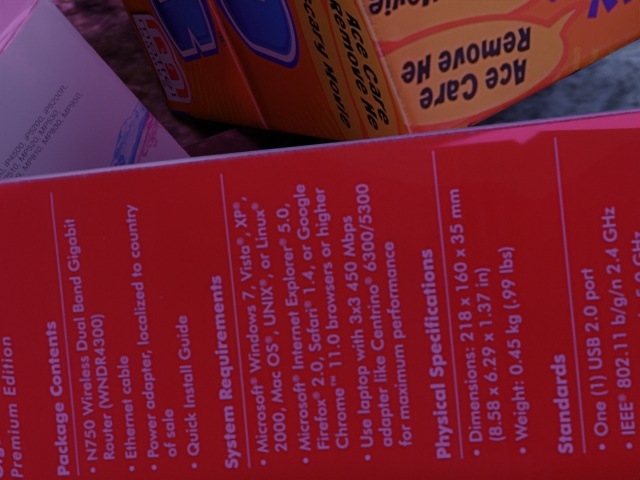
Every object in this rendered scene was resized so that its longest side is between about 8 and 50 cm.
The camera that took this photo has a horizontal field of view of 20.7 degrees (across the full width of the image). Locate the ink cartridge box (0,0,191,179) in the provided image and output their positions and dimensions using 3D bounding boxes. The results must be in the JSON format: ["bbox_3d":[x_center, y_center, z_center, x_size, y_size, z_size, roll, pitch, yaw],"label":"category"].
[{"bbox_3d":[-0.135,-0.010,0.718,0.128,0.176,0.127,20,69,44],"label":"ink cartridge box"}]

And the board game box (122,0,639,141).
[{"bbox_3d":[0.059,-0.286,0.846,0.356,0.356,0.356,-28,15,-16],"label":"board game box"}]

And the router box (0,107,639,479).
[{"bbox_3d":[0.093,0.006,0.523,0.301,0.082,0.335,-5,1,21],"label":"router box"}]

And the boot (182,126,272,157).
[{"bbox_3d":[0.000,0.000,0.826,0.248,0.090,0.207,-22,43,-5],"label":"boot"}]
